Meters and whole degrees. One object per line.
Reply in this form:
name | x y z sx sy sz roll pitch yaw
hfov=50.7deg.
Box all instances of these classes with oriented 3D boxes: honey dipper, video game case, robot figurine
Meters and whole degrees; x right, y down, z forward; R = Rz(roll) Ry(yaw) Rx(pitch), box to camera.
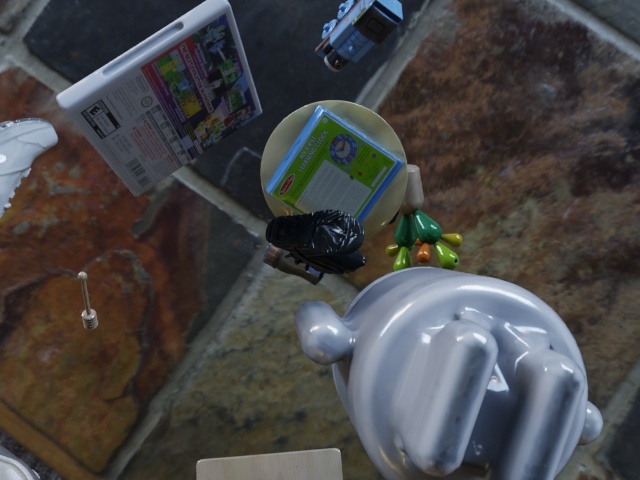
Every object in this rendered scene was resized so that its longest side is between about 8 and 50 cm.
honey dipper | -0.487 0.124 1.402 0.030 0.030 0.161 14 133 7
video game case | -0.155 -0.142 0.712 0.183 0.201 0.023 -36 71 -8
robot figurine | 0.118 0.129 0.657 0.300 0.353 0.200 23 88 -6

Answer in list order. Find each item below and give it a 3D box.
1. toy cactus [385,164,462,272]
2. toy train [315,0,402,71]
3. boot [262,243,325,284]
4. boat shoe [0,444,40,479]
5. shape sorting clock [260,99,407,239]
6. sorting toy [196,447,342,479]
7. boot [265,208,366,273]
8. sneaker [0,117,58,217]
toy cactus | 0.146 -0.029 1.062 0.112 0.219 0.180 -12 117 -19
toy train | 0.065 -0.372 1.184 0.080 0.105 0.184 30 132 -26
boot | 0.000 0.000 1.231 0.106 0.082 0.219 31 49 17
boat shoe | -0.423 0.335 0.892 0.335 0.095 0.112 21 68 37
shape sorting clock | 0.018 -0.092 0.945 0.206 0.040 0.206 1 109 2
sorting toy | -0.084 0.513 1.207 0.255 0.089 0.257 -4 76 -3
boot | 0.013 0.007 0.688 0.121 0.099 0.045 1 70 37
sneaker | -0.508 -0.094 1.013 0.111 0.297 0.129 -9 114 35
